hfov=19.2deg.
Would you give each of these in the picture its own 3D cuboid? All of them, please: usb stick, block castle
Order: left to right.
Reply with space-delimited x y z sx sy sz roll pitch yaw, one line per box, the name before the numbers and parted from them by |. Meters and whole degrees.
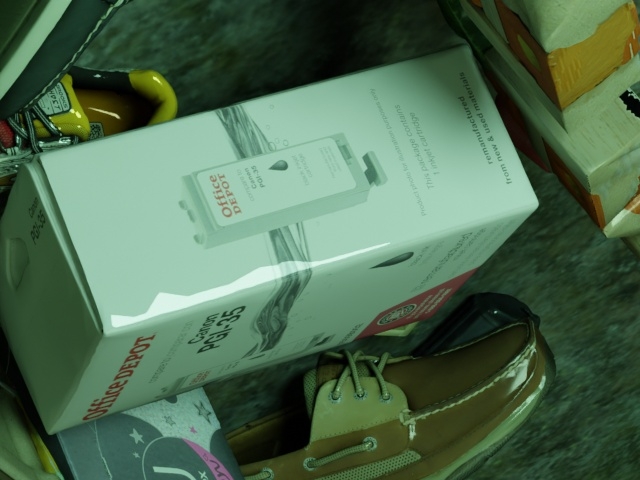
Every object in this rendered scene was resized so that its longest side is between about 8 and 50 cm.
usb stick | 0.075 0.143 1.609 0.077 0.045 0.278 15 128 -44
block castle | 0.210 -0.205 1.101 0.303 0.213 0.453 -35 151 -2

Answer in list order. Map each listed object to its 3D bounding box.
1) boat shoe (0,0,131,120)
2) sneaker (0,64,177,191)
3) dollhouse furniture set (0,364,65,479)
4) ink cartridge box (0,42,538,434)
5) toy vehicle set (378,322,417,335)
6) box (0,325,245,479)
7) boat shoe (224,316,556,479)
boat shoe | -0.083 -0.187 0.986 0.113 0.127 0.340 16 118 -32
sneaker | -0.185 -0.068 1.097 0.225 0.088 0.093 -12 163 -37
dollhouse furniture set | -0.303 0.062 1.096 0.151 0.197 0.301 -32 146 3
ink cartridge box | -0.043 0.003 1.150 0.283 0.117 0.207 -16 164 -23
toy vehicle set | 0.000 0.000 1.373 0.267 0.035 0.166 5 135 -39
box | -0.155 0.170 1.299 0.163 0.247 0.142 11 132 -44
boat shoe | 0.031 0.151 1.511 0.324 0.122 0.120 -32 107 13
